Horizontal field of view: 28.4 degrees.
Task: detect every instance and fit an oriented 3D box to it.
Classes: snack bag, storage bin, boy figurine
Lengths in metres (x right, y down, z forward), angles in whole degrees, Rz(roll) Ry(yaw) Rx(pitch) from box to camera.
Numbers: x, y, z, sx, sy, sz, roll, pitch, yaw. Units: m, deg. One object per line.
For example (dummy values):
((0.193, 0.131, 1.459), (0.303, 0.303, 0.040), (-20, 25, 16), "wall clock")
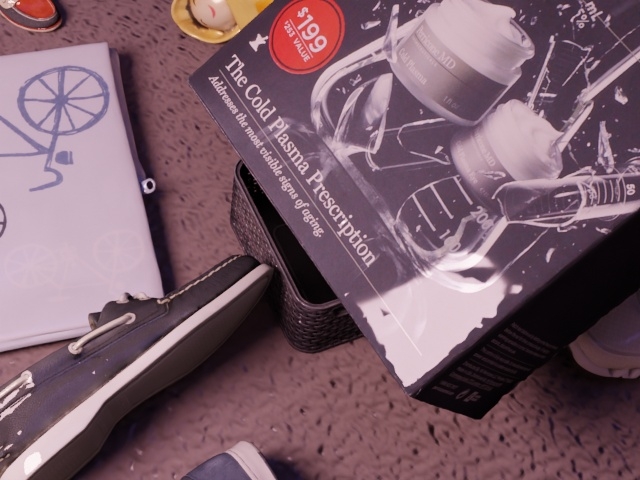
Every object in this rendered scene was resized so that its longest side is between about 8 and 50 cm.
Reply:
((-0.319, -0.034, 1.197), (0.323, 0.037, 0.343), (-11, 61, -13), "snack bag")
((0.000, 0.000, 1.185), (0.122, 0.084, 0.180), (-18, 61, -18), "storage bin")
((-0.049, -0.242, 1.273), (0.285, 0.177, 0.092), (19, 59, 44), "boy figurine")

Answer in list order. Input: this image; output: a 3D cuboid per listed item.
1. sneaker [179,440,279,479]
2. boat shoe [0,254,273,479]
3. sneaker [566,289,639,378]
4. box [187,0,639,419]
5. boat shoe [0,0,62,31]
((-0.070, 0.275, 0.979), (0.163, 0.086, 0.226), (-20, 50, -31), "sneaker")
((-0.171, 0.095, 1.080), (0.302, 0.114, 0.091), (-38, 73, -27), "boat shoe")
((0.359, 0.041, 1.185), (0.292, 0.118, 0.110), (-18, 62, -17), "sneaker")
((0.123, -0.090, 1.017), (0.312, 0.179, 0.343), (-41, 64, 10), "box")
((-0.332, -0.272, 1.352), (0.137, 0.043, 0.049), (38, 58, 16), "boat shoe")
